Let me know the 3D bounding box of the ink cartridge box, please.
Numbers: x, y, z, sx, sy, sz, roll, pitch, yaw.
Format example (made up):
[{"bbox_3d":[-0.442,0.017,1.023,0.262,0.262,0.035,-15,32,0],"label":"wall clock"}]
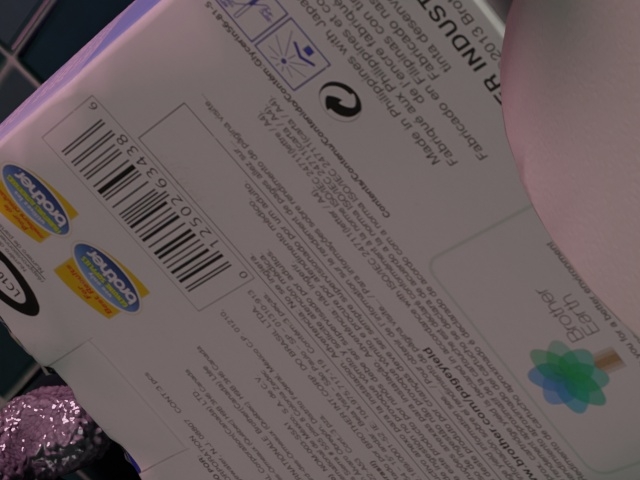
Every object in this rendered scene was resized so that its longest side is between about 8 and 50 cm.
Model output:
[{"bbox_3d":[0.000,0.000,0.678,0.395,0.151,0.270,-31,103,42],"label":"ink cartridge box"}]

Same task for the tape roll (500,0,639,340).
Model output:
[{"bbox_3d":[0.182,-0.081,0.389,0.246,0.246,0.169,27,144,12],"label":"tape roll"}]

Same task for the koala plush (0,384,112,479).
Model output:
[{"bbox_3d":[-0.101,0.216,0.898,0.221,0.203,0.196,0,124,18],"label":"koala plush"}]
